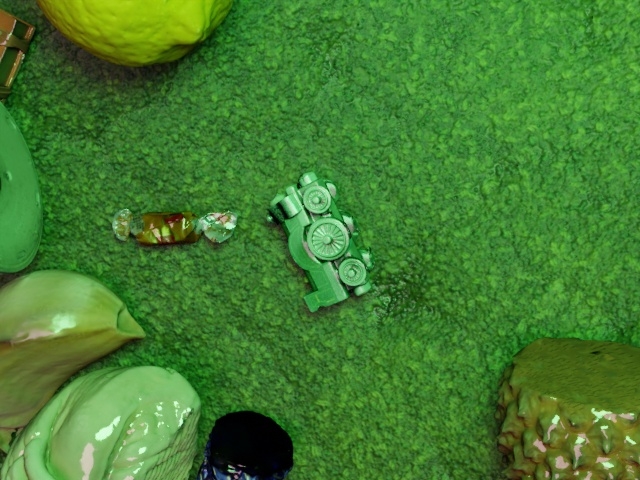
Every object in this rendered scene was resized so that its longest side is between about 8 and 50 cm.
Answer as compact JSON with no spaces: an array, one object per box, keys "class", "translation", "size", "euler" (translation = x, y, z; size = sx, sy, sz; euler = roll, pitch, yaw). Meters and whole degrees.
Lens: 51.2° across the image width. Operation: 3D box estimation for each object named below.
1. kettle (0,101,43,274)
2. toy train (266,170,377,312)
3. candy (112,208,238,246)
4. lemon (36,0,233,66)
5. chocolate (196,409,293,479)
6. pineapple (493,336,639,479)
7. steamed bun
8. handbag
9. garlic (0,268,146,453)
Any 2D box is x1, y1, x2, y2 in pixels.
[{"class":"kettle","translation":[-0.598,-0.077,0.805],"size":[0.377,0.249,0.361],"euler":[-12,139,4]},{"class":"toy train","translation":[0.000,0.000,0.883],"size":[0.105,0.071,0.178],"euler":[-25,94,21]},{"class":"candy","translation":[-0.205,-0.018,0.918],"size":[0.182,0.046,0.053],"euler":[-1,95,10]},{"class":"lemon","translation":[-0.228,-0.348,0.781],"size":[0.254,0.253,0.310],"euler":[-34,75,10]},{"class":"chocolate","translation":[-0.156,0.403,0.940],"size":[0.149,0.126,0.343],"euler":[12,110,-31]},{"class":"pineapple","translation":[0.330,0.309,0.817],"size":[0.223,0.223,0.356],"euler":[-5,105,8]},{"class":"steamed bun","translation":[-0.301,0.305,0.875],"size":[0.206,0.275,0.320],"euler":[28,64,15]},{"class":"handbag","translation":[-0.501,-0.281,0.920],"size":[0.190,0.063,0.127],"euler":[29,100,6]},{"class":"garlic","translation":[-0.417,0.182,0.931],"size":[0.196,0.151,0.338],"euler":[41,102,-12]}]
